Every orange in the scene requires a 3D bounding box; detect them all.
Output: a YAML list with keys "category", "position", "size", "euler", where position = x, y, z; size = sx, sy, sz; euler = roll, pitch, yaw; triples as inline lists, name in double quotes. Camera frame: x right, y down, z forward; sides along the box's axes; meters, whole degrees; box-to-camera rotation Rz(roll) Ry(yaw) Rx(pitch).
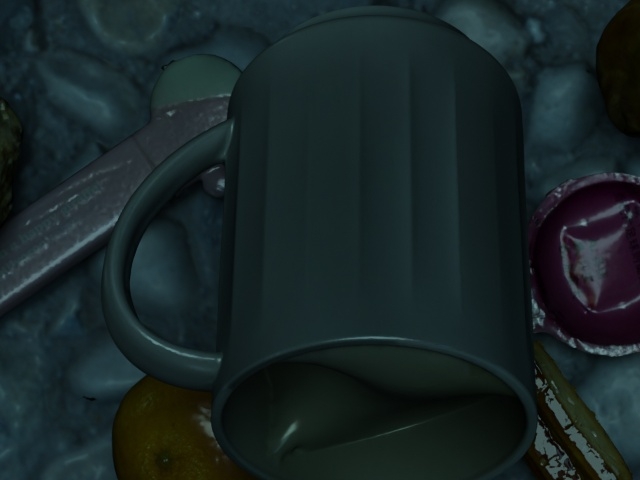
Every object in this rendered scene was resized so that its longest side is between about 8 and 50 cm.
- category: "orange"
  position: [-0.089, 0.163, 1.378]
  size: [0.155, 0.134, 0.154]
  euler: [7, 104, 29]

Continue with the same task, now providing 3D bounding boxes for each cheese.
- category: "cheese"
  position: [0.207, 0.030, 1.429]
  size: [0.244, 0.062, 0.155]
  euler: [-19, 79, 13]

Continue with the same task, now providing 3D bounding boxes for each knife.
- category: "knife"
  position: [-0.217, -0.013, 1.475]
  size: [0.398, 0.038, 0.132]
  euler: [-35, 69, -4]

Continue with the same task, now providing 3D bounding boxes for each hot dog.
- category: "hot dog"
  position: [0.188, 0.151, 1.399]
  size: [0.071, 0.045, 0.165]
  euler: [-39, 81, 32]

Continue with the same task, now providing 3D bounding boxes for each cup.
- category: "cup"
  position: [0.000, 0.000, 1.306]
  size: [0.323, 0.237, 0.327]
  euler: [7, 54, -8]

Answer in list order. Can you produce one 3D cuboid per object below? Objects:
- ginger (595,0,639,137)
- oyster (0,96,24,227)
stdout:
- category: "ginger"
  position: [0.388, -0.156, 1.405]
  size: [0.321, 0.165, 0.172]
  euler: [6, 86, 5]
- category: "oyster"
  position: [-0.331, -0.038, 1.457]
  size: [0.166, 0.094, 0.294]
  euler: [8, 77, 29]
